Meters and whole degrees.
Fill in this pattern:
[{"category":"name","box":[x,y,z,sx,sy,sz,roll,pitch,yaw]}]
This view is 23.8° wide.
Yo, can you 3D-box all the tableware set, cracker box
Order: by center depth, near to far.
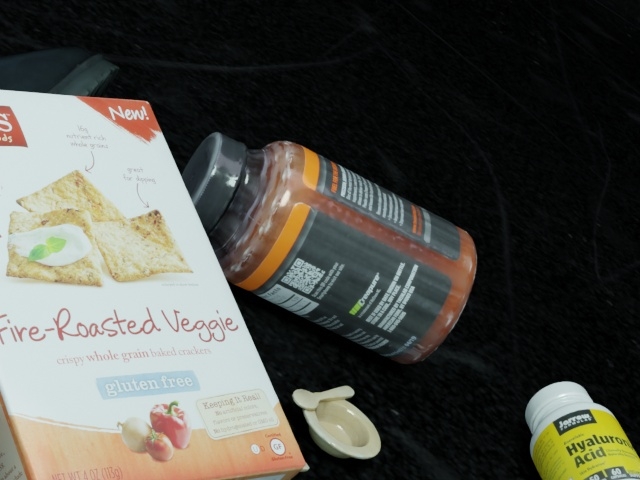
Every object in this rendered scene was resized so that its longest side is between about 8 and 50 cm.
[{"category":"cracker box","box":[-0.123,0.033,0.755,0.156,0.067,0.232,-1,55,-43]},{"category":"tableware set","box":[0.005,0.138,0.873,0.141,0.020,0.168,5,37,-50]}]

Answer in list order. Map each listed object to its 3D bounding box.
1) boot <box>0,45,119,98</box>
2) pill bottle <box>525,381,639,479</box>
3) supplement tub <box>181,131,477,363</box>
[{"category":"boot","box":[-0.251,-0.109,0.911,0.207,0.094,0.246,38,29,-2]},{"category":"pill bottle","box":[0.179,0.150,1.023,0.065,0.065,0.116,21,26,-28]},{"category":"supplement tub","box":[0.000,0.000,1.023,0.198,0.106,0.106,27,24,-18]}]
